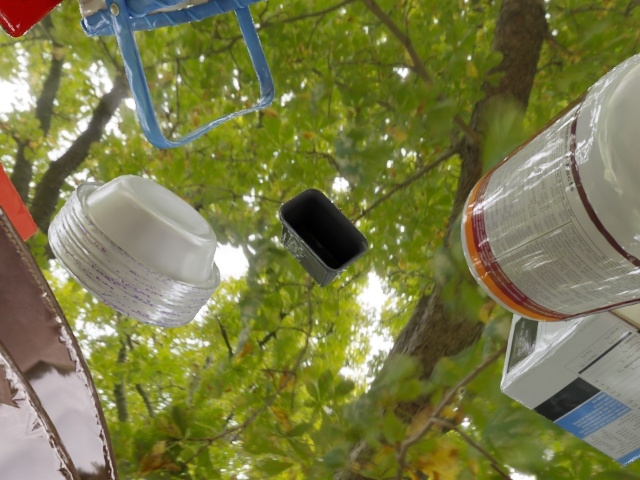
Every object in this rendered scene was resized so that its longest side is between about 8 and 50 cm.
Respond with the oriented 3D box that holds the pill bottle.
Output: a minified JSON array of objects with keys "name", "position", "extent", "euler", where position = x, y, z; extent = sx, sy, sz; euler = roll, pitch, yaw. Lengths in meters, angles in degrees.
[{"name":"pill bottle","position":[0.174,-0.028,0.336],"extent":[0.121,0.221,0.121],"euler":[3,-106,-11]}]

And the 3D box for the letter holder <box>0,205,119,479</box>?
[{"name":"letter holder","position":[-0.195,0.147,0.322],"extent":[0.214,0.302,0.152],"euler":[-32,-140,-34]}]

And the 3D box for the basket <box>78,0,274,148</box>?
[{"name":"basket","position":[-0.166,-0.280,0.754],"extent":[0.201,0.289,0.255],"euler":[0,-155,28]}]

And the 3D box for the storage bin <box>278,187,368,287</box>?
[{"name":"storage bin","position":[0.000,0.000,0.942],"extent":[0.098,0.091,0.135],"euler":[-36,-105,-28]}]

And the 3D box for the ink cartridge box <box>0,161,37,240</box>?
[{"name":"ink cartridge box","position":[-0.356,-0.050,0.422],"extent":[0.091,0.385,0.308],"euler":[17,-133,23]}]

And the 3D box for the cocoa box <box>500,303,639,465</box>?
[{"name":"cocoa box","position":[0.460,0.116,0.959],"extent":[0.227,0.231,0.347],"euler":[32,-138,1]}]

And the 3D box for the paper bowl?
[{"name":"paper bowl","position":[-0.290,0.000,1.028],"extent":[0.284,0.284,0.148],"euler":[41,-80,16]}]

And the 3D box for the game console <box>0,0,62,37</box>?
[{"name":"game console","position":[-0.353,-0.324,0.671],"extent":[0.085,0.144,0.124],"euler":[31,-110,24]}]
